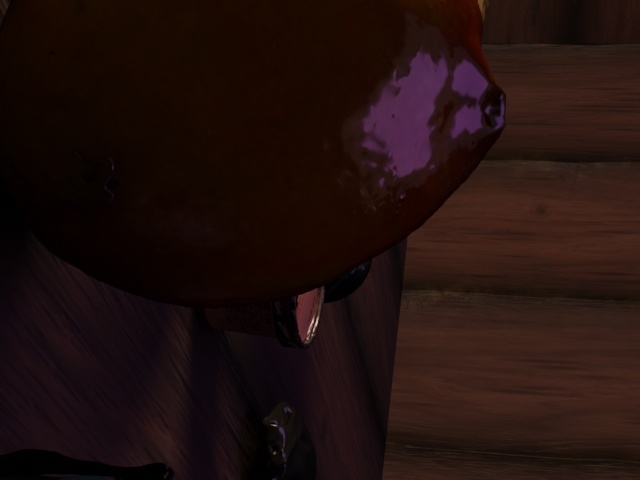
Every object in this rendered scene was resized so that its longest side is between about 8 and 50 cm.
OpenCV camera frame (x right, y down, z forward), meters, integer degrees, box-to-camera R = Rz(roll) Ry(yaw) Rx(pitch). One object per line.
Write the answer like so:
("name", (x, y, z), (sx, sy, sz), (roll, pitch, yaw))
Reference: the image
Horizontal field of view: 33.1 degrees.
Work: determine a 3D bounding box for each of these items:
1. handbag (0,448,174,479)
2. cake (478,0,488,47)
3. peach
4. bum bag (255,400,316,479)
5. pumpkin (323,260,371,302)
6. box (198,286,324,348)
("handbag", (-0.173, 0.226, 0.575), (0.263, 0.241, 0.222), (27, 66, -80))
("cake", (0.066, -0.270, 1.518), (0.332, 0.332, 0.321), (75, 26, -55))
("peach", (-0.052, -0.116, 0.799), (0.373, 0.372, 0.290), (-64, 142, -64))
("bum bag", (-0.055, 0.342, 1.625), (0.326, 0.079, 0.142), (82, 22, -54))
("pumpkin", (0.000, 0.001, 1.642), (0.190, 0.146, 0.190), (-4, 95, -49))
("box", (-0.074, 0.053, 1.315), (0.151, 0.135, 0.151), (2, 90, -75))
